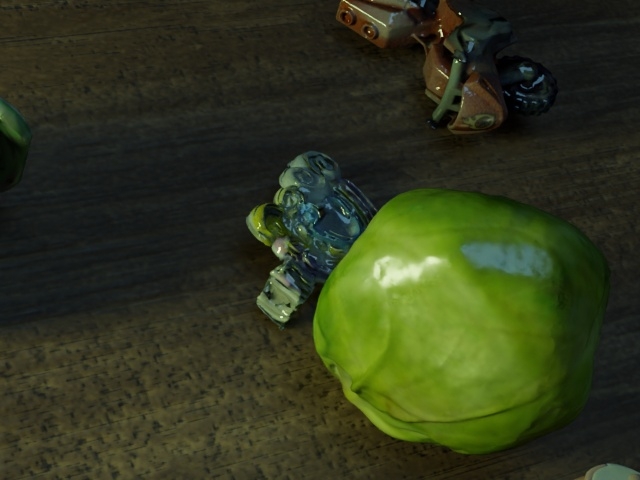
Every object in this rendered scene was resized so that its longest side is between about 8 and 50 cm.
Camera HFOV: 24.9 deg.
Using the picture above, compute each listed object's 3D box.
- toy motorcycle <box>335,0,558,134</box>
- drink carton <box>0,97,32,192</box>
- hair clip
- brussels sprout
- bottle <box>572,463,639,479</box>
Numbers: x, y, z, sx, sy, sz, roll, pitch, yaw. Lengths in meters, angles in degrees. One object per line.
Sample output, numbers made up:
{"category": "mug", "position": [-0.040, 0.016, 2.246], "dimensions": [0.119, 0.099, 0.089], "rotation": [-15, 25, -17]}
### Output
{"category": "toy motorcycle", "position": [0.105, -0.166, 1.287], "dimensions": [0.212, 0.084, 0.118], "rotation": [35, 50, 14]}
{"category": "drink carton", "position": [-0.284, -0.021, 0.977], "dimensions": [0.144, 0.146, 0.142], "rotation": [16, 58, -11]}
{"category": "hair clip", "position": [0.000, 0.000, 1.144], "dimensions": [0.116, 0.049, 0.172], "rotation": [43, 40, -6]}
{"category": "brussels sprout", "position": [0.098, 0.056, 1.025], "dimensions": [0.223, 0.223, 0.161], "rotation": [13, 46, -14]}
{"category": "bottle", "position": [0.250, 0.218, 1.013], "dimensions": [0.236, 0.147, 0.148], "rotation": [2, 54, -20]}
